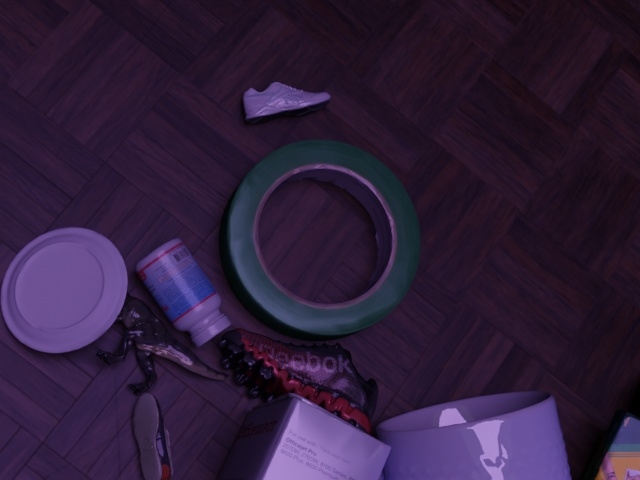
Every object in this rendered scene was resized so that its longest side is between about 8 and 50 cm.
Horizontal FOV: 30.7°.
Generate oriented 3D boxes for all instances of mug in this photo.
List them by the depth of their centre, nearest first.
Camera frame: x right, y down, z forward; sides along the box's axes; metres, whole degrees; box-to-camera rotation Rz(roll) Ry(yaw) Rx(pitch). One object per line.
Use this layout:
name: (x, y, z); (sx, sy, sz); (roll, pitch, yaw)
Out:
mug: (0.202, 0.426, 1.770); (0.374, 0.276, 0.328); (-12, 88, 12)

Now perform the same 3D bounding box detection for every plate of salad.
plate of salad: (-0.384, 0.076, 1.760); (0.199, 0.048, 0.200); (-4, 68, 9)

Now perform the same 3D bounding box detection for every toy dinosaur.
toy dinosaur: (-0.270, 0.162, 1.782); (0.268, 0.064, 0.118); (42, 63, -7)

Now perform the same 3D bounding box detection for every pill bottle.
pill bottle: (-0.210, 0.082, 1.801); (0.087, 0.087, 0.160); (-34, 88, -20)

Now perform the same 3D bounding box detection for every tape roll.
tape roll: (0.000, 0.000, 1.886); (0.321, 0.077, 0.321); (4, 76, -16)

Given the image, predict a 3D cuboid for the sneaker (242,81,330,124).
sneaker: (-0.056, -0.236, 1.936); (0.152, 0.054, 0.061); (-10, 78, -17)

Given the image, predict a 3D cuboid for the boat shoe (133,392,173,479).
boat shoe: (-0.250, 0.300, 1.765); (0.043, 0.049, 0.137); (11, 66, -58)

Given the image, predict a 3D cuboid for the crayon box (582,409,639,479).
crayon box: (0.498, 0.433, 1.875); (0.165, 0.081, 0.278); (26, 88, 4)

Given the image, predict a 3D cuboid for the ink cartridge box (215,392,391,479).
ink cartridge box: (-0.085, 0.437, 1.650); (0.166, 0.285, 0.395); (29, 71, -10)

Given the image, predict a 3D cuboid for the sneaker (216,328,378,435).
sneaker: (-0.027, 0.206, 1.823); (0.276, 0.098, 0.135); (31, 55, 2)

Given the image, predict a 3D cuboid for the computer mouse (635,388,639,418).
computer mouse: (0.628, 0.258, 2.018); (0.188, 0.072, 0.272); (49, 58, 1)
